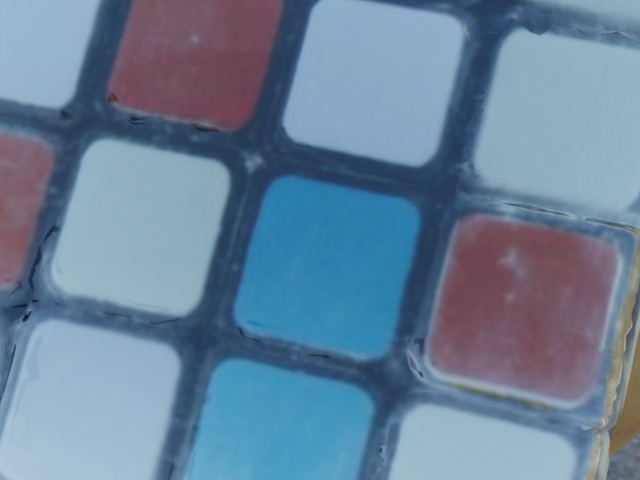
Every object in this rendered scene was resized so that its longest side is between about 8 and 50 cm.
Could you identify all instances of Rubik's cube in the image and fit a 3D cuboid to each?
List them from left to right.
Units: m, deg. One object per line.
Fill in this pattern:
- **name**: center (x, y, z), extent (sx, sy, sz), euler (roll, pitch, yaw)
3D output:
- **Rubik's cube**: center (0.000, 0.001, 0.543), extent (0.253, 0.259, 0.256), euler (13, 79, 11)

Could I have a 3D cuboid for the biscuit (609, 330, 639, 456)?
- **biscuit**: center (0.178, -0.039, 1.034), extent (0.104, 0.446, 0.429), euler (-7, 63, 38)
